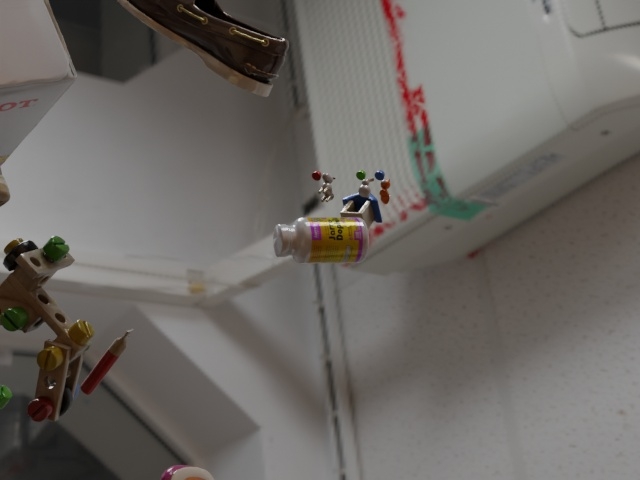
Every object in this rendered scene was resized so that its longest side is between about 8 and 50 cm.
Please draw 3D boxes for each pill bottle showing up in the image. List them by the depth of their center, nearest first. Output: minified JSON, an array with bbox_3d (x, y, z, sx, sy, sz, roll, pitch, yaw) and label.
[{"bbox_3d":[0.000,0.000,0.998,0.043,0.083,0.043,179,-90,-72],"label":"pill bottle"}]

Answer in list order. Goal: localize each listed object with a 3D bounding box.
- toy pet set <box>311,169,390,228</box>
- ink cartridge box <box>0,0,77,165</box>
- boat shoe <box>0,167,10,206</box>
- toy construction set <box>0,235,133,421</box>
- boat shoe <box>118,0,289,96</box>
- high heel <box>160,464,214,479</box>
[{"bbox_3d":[0.064,-0.074,1.655,0.122,0.065,0.114,3,-54,28],"label":"toy pet set"},{"bbox_3d":[-0.365,-0.102,0.852,0.306,0.226,0.131,-34,-103,48],"label":"ink cartridge box"},{"bbox_3d":[-0.483,-0.062,1.305,0.285,0.103,0.092,-14,-105,37],"label":"boat shoe"},{"bbox_3d":[-0.414,0.128,1.694,0.237,0.309,0.257,-51,-122,11],"label":"toy construction set"},{"bbox_3d":[-0.190,-0.347,1.693,0.324,0.116,0.097,36,-72,20],"label":"boat shoe"},{"bbox_3d":[-0.172,0.317,1.247,0.117,0.244,0.082,4,-117,17],"label":"high heel"}]
